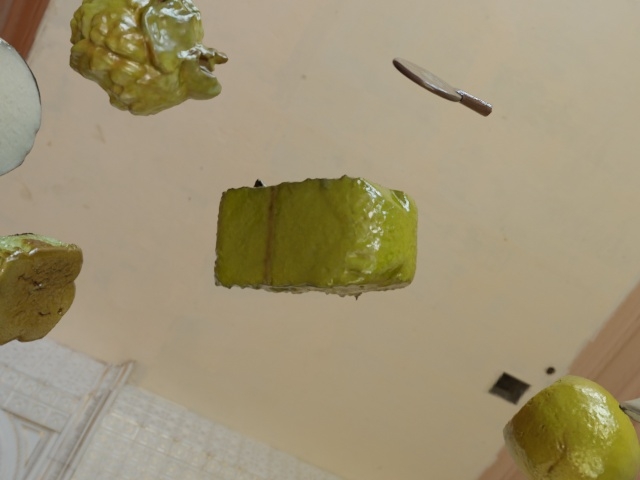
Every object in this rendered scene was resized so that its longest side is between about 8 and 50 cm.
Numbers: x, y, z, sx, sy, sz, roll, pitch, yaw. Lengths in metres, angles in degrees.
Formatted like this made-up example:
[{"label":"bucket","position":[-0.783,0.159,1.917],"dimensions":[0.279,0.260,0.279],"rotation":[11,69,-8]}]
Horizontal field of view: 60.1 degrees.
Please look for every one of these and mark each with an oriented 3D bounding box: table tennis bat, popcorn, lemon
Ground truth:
[{"label":"table tennis bat","position":[0.152,-0.178,0.809],"dimensions":[0.119,0.170,0.107],"rotation":[-59,-155,27]},{"label":"popcorn","position":[-0.288,-0.335,0.952],"dimensions":[0.192,0.266,0.233],"rotation":[-41,-143,56]},{"label":"lemon","position":[0.504,0.405,1.091],"dimensions":[0.219,0.240,0.240],"rotation":[52,-57,33]}]

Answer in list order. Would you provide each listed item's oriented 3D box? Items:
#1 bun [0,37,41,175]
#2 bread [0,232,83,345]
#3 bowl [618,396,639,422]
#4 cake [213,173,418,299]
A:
[{"label":"bun","position":[-0.407,-0.154,0.606],"dimensions":[0.173,0.120,0.173],"rotation":[16,90,-71]},{"label":"bread","position":[-0.361,0.058,0.666],"dimensions":[0.140,0.069,0.128],"rotation":[-14,119,-73]},{"label":"bowl","position":[0.397,0.147,0.381],"dimensions":[0.146,0.313,0.313],"rotation":[-58,-171,-4]},{"label":"cake","position":[0.000,0.000,0.704],"dimensions":[0.179,0.260,0.156],"rotation":[6,84,-60]}]
